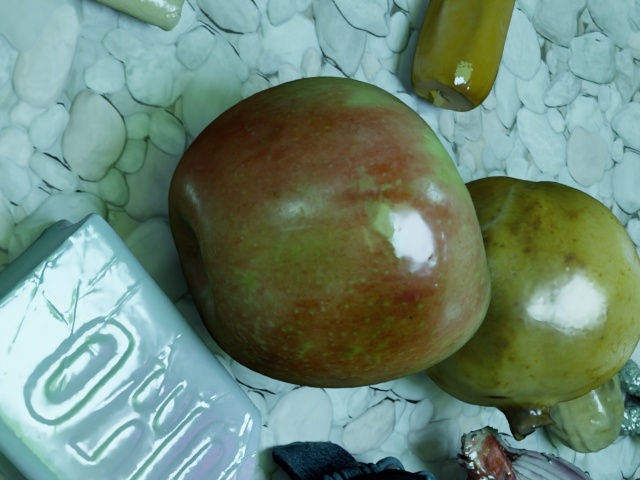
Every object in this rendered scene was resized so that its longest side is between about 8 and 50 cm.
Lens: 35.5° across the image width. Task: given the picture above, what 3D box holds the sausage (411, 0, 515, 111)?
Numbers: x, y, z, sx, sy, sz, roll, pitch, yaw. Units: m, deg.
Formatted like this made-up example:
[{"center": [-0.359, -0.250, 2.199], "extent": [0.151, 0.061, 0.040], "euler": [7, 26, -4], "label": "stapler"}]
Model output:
[{"center": [0.202, -0.319, 1.287], "extent": [0.112, 0.112, 0.328], "euler": [30, 69, -31], "label": "sausage"}]

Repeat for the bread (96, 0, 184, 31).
[{"center": [-0.215, -0.303, 1.003], "extent": [0.178, 0.060, 0.139], "euler": [20, 74, -34], "label": "bread"}]

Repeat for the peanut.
[{"center": [0.342, 0.150, 1.356], "extent": [0.125, 0.111, 0.274], "euler": [-21, 99, -55], "label": "peanut"}]

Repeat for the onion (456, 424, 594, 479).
[{"center": [0.237, 0.377, 1.242], "extent": [0.267, 0.159, 0.348], "euler": [-37, 96, -44], "label": "onion"}]

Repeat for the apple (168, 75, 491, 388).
[{"center": [0.000, 0.000, 0.994], "extent": [0.277, 0.319, 0.319], "euler": [-24, 102, -9], "label": "apple"}]

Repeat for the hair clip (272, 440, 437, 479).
[{"center": [0.026, 0.333, 1.081], "extent": [0.310, 0.195, 0.206], "euler": [-4, 101, -39], "label": "hair clip"}]

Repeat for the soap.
[{"center": [-0.195, 0.170, 0.955], "extent": [0.208, 0.115, 0.347], "euler": [-47, 114, -28], "label": "soap"}]

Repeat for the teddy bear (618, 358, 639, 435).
[{"center": [0.523, 0.248, 1.483], "extent": [0.213, 0.111, 0.133], "euler": [19, 80, -33], "label": "teddy bear"}]

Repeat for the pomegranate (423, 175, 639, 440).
[{"center": [0.233, 0.061, 1.181], "extent": [0.307, 0.307, 0.307], "euler": [3, 85, -36], "label": "pomegranate"}]

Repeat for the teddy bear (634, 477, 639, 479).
[{"center": [0.506, 0.386, 1.481], "extent": [0.160, 0.078, 0.119], "euler": [-42, 115, -32], "label": "teddy bear"}]
